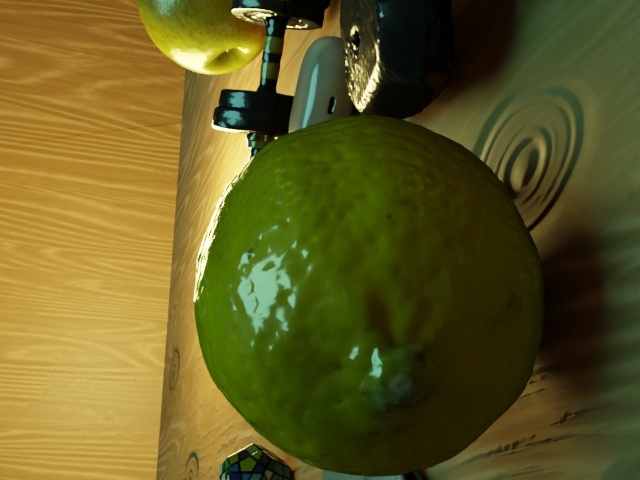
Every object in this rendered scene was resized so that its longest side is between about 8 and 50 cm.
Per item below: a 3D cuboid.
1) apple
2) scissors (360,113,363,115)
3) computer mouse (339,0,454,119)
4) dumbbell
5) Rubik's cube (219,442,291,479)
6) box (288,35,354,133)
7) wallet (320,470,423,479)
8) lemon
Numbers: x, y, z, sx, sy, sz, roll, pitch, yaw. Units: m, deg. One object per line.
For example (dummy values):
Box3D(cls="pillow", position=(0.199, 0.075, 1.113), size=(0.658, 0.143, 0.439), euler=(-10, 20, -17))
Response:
Box3D(cls="apple", position=(-0.246, -0.547, 1.883), size=(0.339, 0.339, 0.340), euler=(-173, 90, -73))
Box3D(cls="scissors", position=(0.050, -0.153, 1.282), size=(0.119, 0.014, 0.058), euler=(126, 153, -53))
Box3D(cls="computer mouse", position=(0.092, -0.243, 0.959), size=(0.323, 0.116, 0.183), euler=(134, 121, -84))
Box3D(cls="dumbbell", position=(-0.089, -0.330, 1.517), size=(0.185, 0.185, 0.389), euler=(-156, 73, -72))
Box3D(cls="Rubik's cube", position=(-0.111, 0.409, 1.410), size=(0.112, 0.133, 0.133), euler=(-49, -28, -71))
Box3D(cls="box", position=(0.004, -0.222, 1.324), size=(0.146, 0.088, 0.200), euler=(-121, 43, -73))
Box3D(cls="wallet", position=(0.054, 0.336, 1.014), size=(0.290, 0.054, 0.252), euler=(-108, 34, -64))
Box3D(cls="lemon", position=(0.039, 0.046, 0.749), size=(0.336, 0.335, 0.336), euler=(-173, 90, -73))
